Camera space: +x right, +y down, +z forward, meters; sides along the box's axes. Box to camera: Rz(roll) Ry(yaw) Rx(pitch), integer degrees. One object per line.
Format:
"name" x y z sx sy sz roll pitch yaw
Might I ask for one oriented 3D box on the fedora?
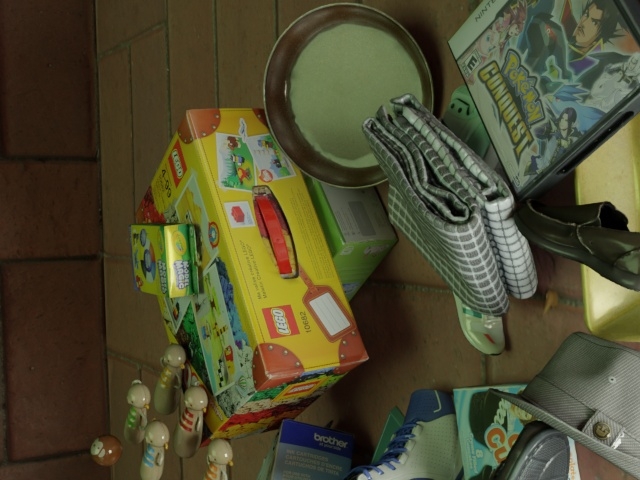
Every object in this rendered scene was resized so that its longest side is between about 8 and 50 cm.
"fedora" 0.347 0.191 1.049 0.275 0.243 0.124 30 90 40

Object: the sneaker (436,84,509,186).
"sneaker" 0.245 -0.206 1.277 0.151 0.094 0.256 54 139 35

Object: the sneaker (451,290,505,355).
"sneaker" 0.242 0.090 1.347 0.075 0.057 0.161 124 137 -53

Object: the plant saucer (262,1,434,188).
"plant saucer" 0.049 -0.244 1.528 0.310 0.050 0.311 7 109 22

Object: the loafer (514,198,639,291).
"loafer" 0.320 -0.010 1.046 0.220 0.080 0.078 33 110 49

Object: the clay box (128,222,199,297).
"clay box" -0.282 0.033 1.619 0.222 0.053 0.127 2 97 61

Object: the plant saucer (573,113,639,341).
"plant saucer" 0.431 -0.054 0.992 0.332 0.081 0.333 -6 87 60

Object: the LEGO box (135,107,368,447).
"LEGO box" -0.148 0.071 1.644 0.372 0.193 0.500 -50 53 51

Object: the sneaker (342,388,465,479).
"sneaker" 0.117 0.361 1.374 0.127 0.182 0.315 -40 31 52

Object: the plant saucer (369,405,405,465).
"plant saucer" 0.119 0.392 1.623 0.067 0.018 0.192 50 132 46

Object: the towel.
"towel" 0.174 -0.049 1.273 0.284 0.121 0.235 54 178 42

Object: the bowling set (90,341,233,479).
"bowling set" -0.283 0.323 1.546 0.287 0.200 0.154 46 133 40

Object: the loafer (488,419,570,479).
"loafer" 0.246 0.364 1.203 0.095 0.109 0.303 39 126 54

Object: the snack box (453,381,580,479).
"snack box" 0.288 0.366 1.287 0.187 0.060 0.322 -20 75 57

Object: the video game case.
"video game case" 0.281 -0.226 1.109 0.248 0.035 0.275 -47 50 43

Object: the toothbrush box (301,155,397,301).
"toothbrush box" 0.000 0.000 1.694 0.283 0.122 0.206 -56 47 48

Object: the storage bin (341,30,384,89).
"storage bin" 0.086 -0.322 1.560 0.091 0.098 0.135 26 115 45

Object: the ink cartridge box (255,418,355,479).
"ink cartridge box" -0.050 0.517 1.663 0.270 0.151 0.395 112 169 -49
